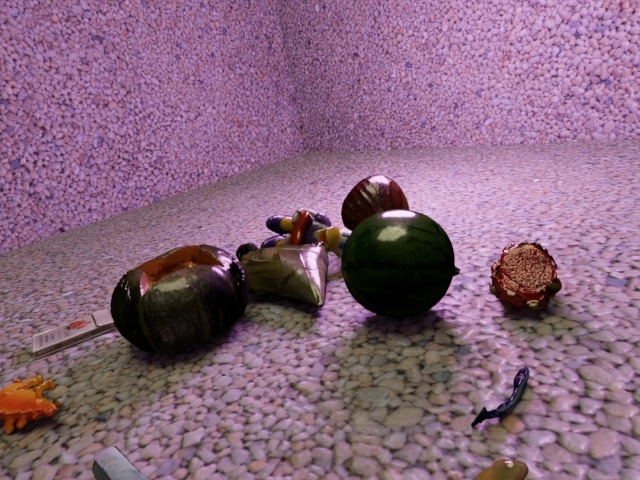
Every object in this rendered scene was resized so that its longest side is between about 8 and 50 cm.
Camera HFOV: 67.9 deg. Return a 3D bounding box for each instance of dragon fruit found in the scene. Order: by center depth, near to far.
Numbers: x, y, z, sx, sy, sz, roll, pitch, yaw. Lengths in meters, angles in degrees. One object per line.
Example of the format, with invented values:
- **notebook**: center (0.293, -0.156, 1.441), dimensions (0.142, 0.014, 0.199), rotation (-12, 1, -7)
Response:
- **dragon fruit**: center (0.431, 0.069, 0.995), dimensions (0.133, 0.149, 0.208), rotation (31, 29, 20)

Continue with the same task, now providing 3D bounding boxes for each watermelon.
- **watermelon**: center (0.165, 0.050, 1.013), dimensions (0.243, 0.242, 0.242), rotation (-10, 19, 3)

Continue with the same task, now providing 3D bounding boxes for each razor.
- **razor**: center (0.285, 0.238, 0.724), dimensions (0.155, 0.044, 0.028), rotation (-22, 51, -39)

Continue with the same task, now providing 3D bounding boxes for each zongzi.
- **zongzi**: center (-0.105, 0.106, 1.183), dimensions (0.251, 0.125, 0.274), rotation (-8, 24, 5)

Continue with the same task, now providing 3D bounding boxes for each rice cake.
- **rice cake**: center (-0.269, 0.353, 0.677), dimensions (0.211, 0.034, 0.043), rotation (8, 17, 44)

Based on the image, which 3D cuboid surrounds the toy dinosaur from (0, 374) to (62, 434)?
- **toy dinosaur**: center (-0.594, 0.315, 0.924), dimensions (0.289, 0.070, 0.117), rotation (-1, 21, 40)

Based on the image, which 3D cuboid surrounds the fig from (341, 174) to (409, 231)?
- **fig**: center (0.197, -0.048, 1.411), dimensions (0.217, 0.216, 0.320), rotation (-15, 39, -13)

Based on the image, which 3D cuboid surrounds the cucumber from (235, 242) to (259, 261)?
- **cucumber**: center (-0.201, 0.064, 1.432), dimensions (0.075, 0.074, 0.241), rotation (-16, 21, -16)

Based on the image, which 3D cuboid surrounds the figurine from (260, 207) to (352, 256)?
- **figurine**: center (-0.006, -0.002, 1.415), dimensions (0.193, 0.154, 0.421), rotation (22, -10, -32)

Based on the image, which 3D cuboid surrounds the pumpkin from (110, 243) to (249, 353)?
- **pumpkin**: center (-0.325, 0.130, 1.116), dimensions (0.321, 0.192, 0.320), rotation (-9, 21, 4)

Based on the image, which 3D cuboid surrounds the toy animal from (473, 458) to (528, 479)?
- **toy animal**: center (0.189, 0.294, 0.359), dimensions (0.359, 0.188, 0.226), rotation (2, 26, 32)

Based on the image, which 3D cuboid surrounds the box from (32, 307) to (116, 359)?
- **box**: center (-0.635, 0.236, 1.232), dimensions (0.199, 0.029, 0.109), rotation (-21, 21, -26)
